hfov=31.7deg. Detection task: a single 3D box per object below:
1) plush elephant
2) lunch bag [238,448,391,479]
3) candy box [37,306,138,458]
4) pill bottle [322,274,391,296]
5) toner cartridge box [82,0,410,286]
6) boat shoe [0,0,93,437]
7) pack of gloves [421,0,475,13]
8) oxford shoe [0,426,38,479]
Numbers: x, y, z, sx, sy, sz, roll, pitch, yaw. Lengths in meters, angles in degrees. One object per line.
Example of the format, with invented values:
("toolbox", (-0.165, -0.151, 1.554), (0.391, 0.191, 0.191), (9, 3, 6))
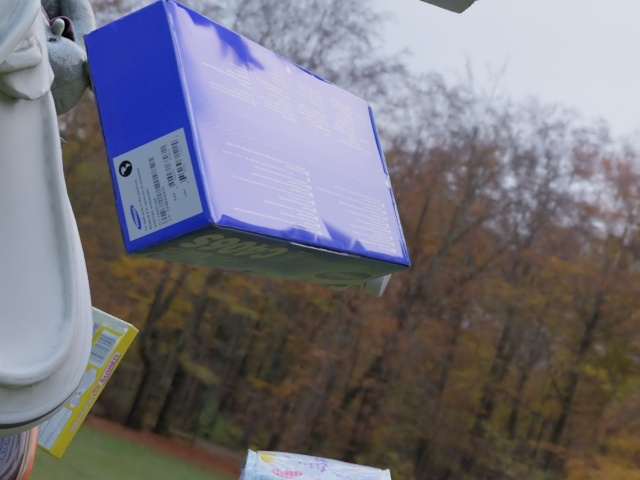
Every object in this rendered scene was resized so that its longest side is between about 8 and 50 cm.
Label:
("plush elephant", (-0.419, -0.271, 1.615), (0.272, 0.330, 0.255), (-25, 14, -25))
("lunch bag", (-0.006, 0.127, 0.532), (0.071, 0.053, 0.083), (9, -21, -5))
("candy box", (-0.346, 0.193, 1.573), (0.105, 0.206, 0.027), (18, -19, 39))
("pill bottle", (0.000, 0.000, 1.183), (0.160, 0.087, 0.087), (22, -10, 8))
("toner cartridge box", (-0.041, -0.059, 0.898), (0.075, 0.165, 0.348), (-17, -14, 23))
("boat shoe", (-0.119, -0.068, 0.310), (0.088, 0.267, 0.096), (-8, 11, 45))
("pack of gloves", (0.097, -0.319, 1.133), (0.232, 0.046, 0.195), (14, -21, -24))
("oxford shoe", (-0.415, 0.285, 1.316), (0.097, 0.271, 0.098), (-13, -42, 42))
